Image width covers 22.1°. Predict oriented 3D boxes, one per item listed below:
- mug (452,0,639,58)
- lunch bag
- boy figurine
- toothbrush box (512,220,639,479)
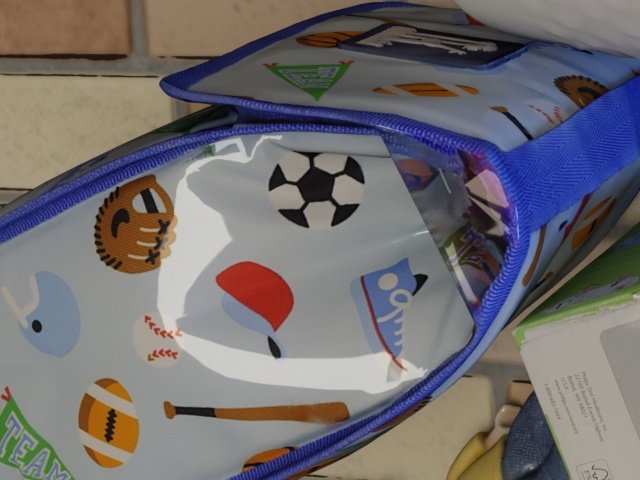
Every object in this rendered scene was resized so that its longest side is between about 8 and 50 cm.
[{"bbox_3d":[0.265,-0.245,0.759,0.328,0.374,0.276,17,155,40],"label":"mug"},{"bbox_3d":[0.000,0.000,0.940,0.386,0.328,0.238,-24,93,31],"label":"lunch bag"},{"bbox_3d":[0.126,0.194,1.033,0.092,0.177,0.285,12,124,-20],"label":"boy figurine"},{"bbox_3d":[0.233,0.085,0.867,0.122,0.283,0.206,-20,94,28],"label":"toothbrush box"}]
